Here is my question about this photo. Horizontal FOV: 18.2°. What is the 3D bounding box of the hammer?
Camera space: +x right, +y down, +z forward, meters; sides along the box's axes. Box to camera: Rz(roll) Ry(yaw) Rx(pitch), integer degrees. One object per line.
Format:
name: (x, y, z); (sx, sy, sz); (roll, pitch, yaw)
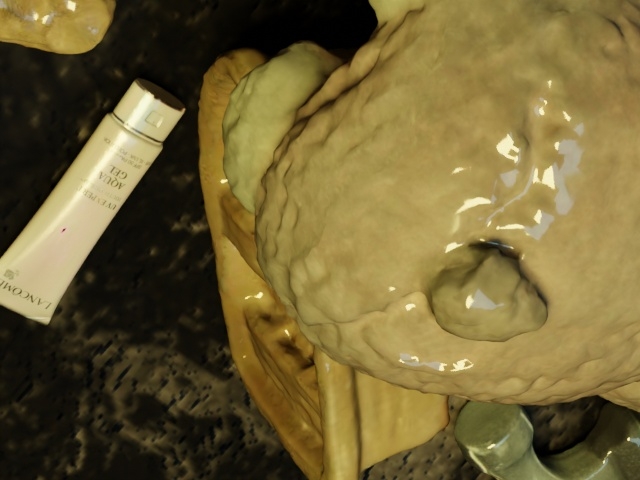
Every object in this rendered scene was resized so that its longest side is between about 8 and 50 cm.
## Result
hammer: (0.188, 0.077, 0.973); (0.226, 0.041, 0.159); (-39, 125, 1)

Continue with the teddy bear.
teddy bear: (0.102, -0.018, 0.682); (0.267, 0.151, 0.236); (2, 146, -42)

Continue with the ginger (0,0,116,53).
ginger: (-0.140, -0.133, 0.719); (0.069, 0.051, 0.173); (-28, 129, 1)

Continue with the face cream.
face cream: (-0.097, -0.015, 0.816); (0.038, 0.020, 0.115); (28, 107, -33)

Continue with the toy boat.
toy boat: (0.000, 0.000, 0.809); (0.061, 0.116, 0.188); (-19, 126, -17)
